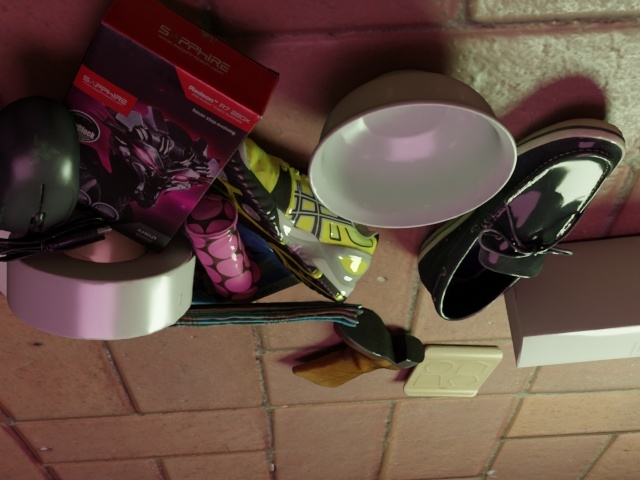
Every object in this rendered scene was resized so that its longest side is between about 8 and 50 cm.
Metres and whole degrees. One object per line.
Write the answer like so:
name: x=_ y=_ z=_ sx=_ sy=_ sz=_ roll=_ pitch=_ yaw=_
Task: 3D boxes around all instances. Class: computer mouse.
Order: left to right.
computer mouse: x=-0.375 y=-0.068 z=1.239 sx=0.188 sy=0.072 sz=0.272 roll=-13 pitch=138 yaw=-24

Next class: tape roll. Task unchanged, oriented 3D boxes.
tape roll: x=-0.344 y=0.047 z=1.440 sx=0.286 sy=0.286 sz=0.100 roll=4 pitch=111 yaw=-12

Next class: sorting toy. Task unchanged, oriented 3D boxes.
sorting toy: x=0.309 y=0.305 z=2.167 sx=0.192 sy=0.038 sz=0.208 roll=3 pitch=143 yaw=-10

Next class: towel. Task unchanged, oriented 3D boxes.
towel: x=-0.137 y=0.131 z=1.612 sx=0.369 sy=0.040 sz=0.271 roll=-1 pitch=177 yaw=-14

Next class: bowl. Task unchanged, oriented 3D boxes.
bowl: x=0.126 y=-0.151 z=1.331 sx=0.297 sy=0.134 sz=0.298 roll=-3 pitch=147 yaw=-2

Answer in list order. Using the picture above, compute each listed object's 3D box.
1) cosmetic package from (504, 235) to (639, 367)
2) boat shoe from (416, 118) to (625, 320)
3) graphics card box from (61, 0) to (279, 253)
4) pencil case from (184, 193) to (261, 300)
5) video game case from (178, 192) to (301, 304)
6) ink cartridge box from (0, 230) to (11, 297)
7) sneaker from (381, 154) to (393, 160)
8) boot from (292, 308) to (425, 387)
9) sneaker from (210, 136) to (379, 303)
cosmetic package: x=0.540 y=0.111 z=1.733 sx=0.365 sy=0.197 sz=0.155 roll=-5 pitch=149 yaw=5
boat shoe: x=0.332 y=-0.020 z=1.545 sx=0.186 sy=0.156 sz=0.500 roll=14 pitch=142 yaw=-23
graphics card box: x=-0.244 y=-0.151 z=1.276 sx=0.232 sy=0.094 sz=0.371 roll=30 pitch=139 yaw=-15
pencil case: x=-0.154 y=0.009 z=1.474 sx=0.095 sy=0.098 sz=0.209 roll=14 pitch=151 yaw=15
video game case: x=-0.189 y=0.033 z=1.657 sx=0.244 sy=0.061 sz=0.269 roll=-23 pitch=143 yaw=26
ink cartridge box: x=-0.535 y=0.007 z=1.588 sx=0.171 sy=0.056 sz=0.235 roll=-25 pitch=118 yaw=29
sneaker: x=0.130 y=-0.099 z=1.484 sx=0.053 sy=0.059 sz=0.144 roll=-19 pitch=144 yaw=26
boot: x=0.045 y=0.242 z=2.019 sx=0.280 sy=0.096 sz=0.264 roll=-22 pitch=152 yaw=38
sneaker: x=-0.049 y=-0.064 z=1.477 sx=0.145 sy=0.147 sz=0.385 roll=23 pitch=159 yaw=50
